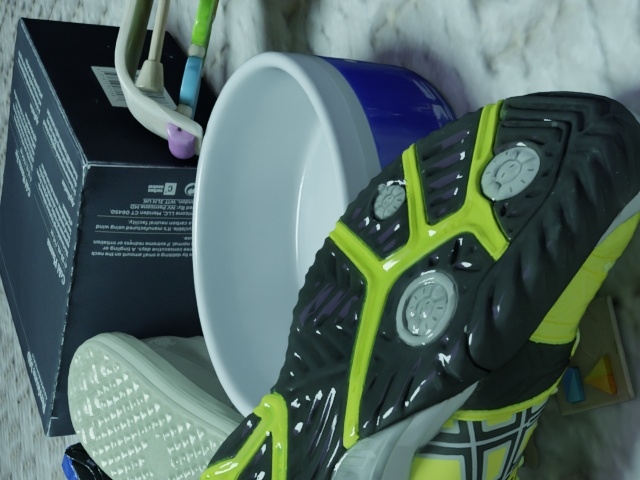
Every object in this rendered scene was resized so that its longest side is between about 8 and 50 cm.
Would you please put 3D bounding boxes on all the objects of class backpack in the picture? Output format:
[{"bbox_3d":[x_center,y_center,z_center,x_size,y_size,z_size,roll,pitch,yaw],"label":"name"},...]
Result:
[{"bbox_3d":[-0.254,0.308,1.235,0.120,0.098,0.101,58,150,25],"label":"backpack"}]

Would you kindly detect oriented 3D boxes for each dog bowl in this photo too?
[{"bbox_3d":[0.000,0.000,0.725,0.265,0.104,0.264,3,93,63],"label":"dog bowl"}]

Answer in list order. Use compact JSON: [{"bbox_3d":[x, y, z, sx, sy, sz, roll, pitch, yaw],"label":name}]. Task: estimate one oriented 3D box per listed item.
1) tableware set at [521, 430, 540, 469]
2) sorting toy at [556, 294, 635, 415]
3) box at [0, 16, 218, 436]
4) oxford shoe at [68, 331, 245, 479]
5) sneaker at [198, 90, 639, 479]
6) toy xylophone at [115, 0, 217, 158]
[{"bbox_3d":[0.099,0.168,0.628,0.104,0.024,0.154,-13,80,62],"label":"tableware set"},{"bbox_3d":[0.142,0.052,0.554,0.062,0.012,0.083,-36,60,58],"label":"sorting toy"},{"bbox_3d":[-0.223,-0.025,1.072,0.343,0.179,0.312,55,136,48],"label":"box"},{"bbox_3d":[-0.049,0.205,0.820,0.449,0.130,0.169,34,115,41],"label":"oxford shoe"},{"bbox_3d":[0.058,0.091,0.556,0.384,0.147,0.145,-56,35,15],"label":"sneaker"},{"bbox_3d":[-0.110,-0.234,0.873,0.236,0.081,0.322,-142,65,-83],"label":"toy xylophone"}]
